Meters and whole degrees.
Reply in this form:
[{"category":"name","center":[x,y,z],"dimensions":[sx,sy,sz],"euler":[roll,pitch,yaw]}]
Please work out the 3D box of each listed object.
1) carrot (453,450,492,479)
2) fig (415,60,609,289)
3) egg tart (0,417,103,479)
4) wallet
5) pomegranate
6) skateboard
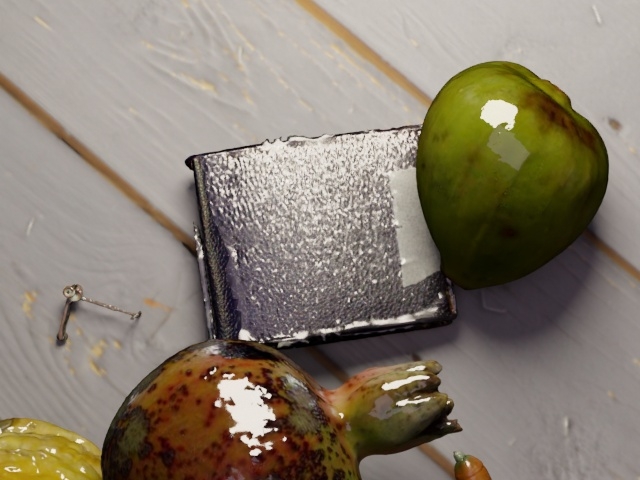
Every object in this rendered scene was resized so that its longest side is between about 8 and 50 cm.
[{"category":"carrot","center":[0.175,0.278,1.436],"dimensions":[0.035,0.035,0.142],"euler":[-29,90,0]},{"category":"fig","center":[0.175,-0.060,1.398],"dimensions":[0.203,0.203,0.225],"euler":[32,108,6]},{"category":"egg tart","center":[-0.314,0.318,1.364],"dimensions":[0.351,0.153,0.339],"euler":[39,64,12]},{"category":"wallet","center":[0.000,0.000,1.465],"dimensions":[0.262,0.071,0.221],"euler":[-9,79,-1]},{"category":"pomegranate","center":[-0.031,0.206,1.336],"dimensions":[0.340,0.285,0.285],"euler":[-27,83,1]},{"category":"skateboard","center":[-0.237,0.085,1.485],"dimensions":[0.083,0.032,0.064],"euler":[14,95,7]}]
